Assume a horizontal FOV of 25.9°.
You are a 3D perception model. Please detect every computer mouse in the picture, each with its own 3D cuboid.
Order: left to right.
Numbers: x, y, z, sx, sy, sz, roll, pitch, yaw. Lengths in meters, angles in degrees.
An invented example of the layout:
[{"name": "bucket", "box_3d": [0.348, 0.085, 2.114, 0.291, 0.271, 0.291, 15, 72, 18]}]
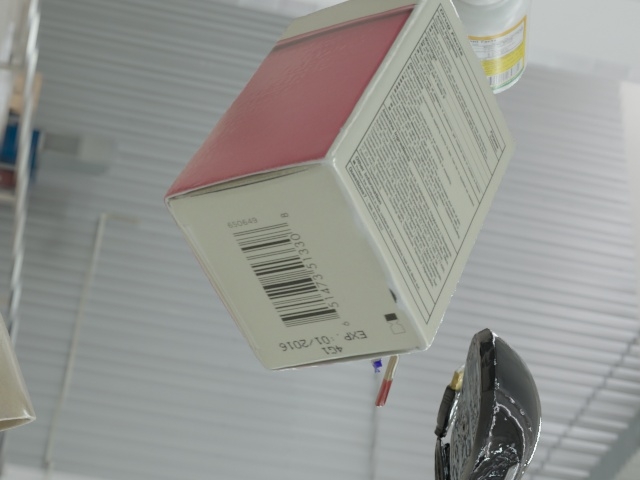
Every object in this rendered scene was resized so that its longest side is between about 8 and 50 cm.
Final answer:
[{"name": "computer mouse", "box_3d": [0.138, 0.154, 1.147, 0.184, 0.060, 0.262, -88, -177, -52]}]

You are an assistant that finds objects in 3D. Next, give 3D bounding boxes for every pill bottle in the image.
[{"name": "pill bottle", "box_3d": [0.189, -0.268, 1.633, 0.208, 0.117, 0.118, 75, 20, -66]}]

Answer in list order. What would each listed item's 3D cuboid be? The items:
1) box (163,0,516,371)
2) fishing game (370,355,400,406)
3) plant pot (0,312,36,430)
[{"name": "box", "box_3d": [0.022, -0.047, 0.920, 0.149, 0.126, 0.232, 61, 35, -26]}, {"name": "fishing game", "box_3d": [0.000, 0.000, 1.146, 0.189, 0.041, 0.264, 104, -35, -53]}, {"name": "plant pot", "box_3d": [-0.392, 0.042, 1.170, 0.256, 0.256, 0.274, 132, -53, -76]}]
